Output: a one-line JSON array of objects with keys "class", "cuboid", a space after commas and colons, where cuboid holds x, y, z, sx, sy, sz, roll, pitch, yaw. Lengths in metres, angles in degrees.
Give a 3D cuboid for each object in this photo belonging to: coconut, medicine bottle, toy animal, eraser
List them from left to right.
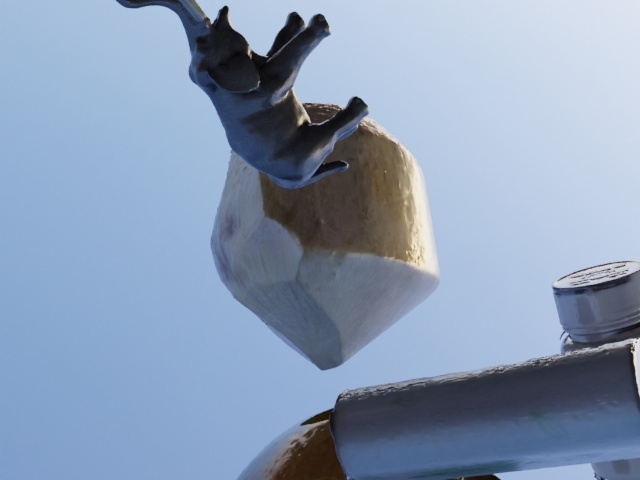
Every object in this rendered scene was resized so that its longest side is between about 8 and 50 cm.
[{"class": "toy animal", "cuboid": [-0.055, -0.160, 0.997, 0.137, 0.269, 0.082, -42, -154, -7]}, {"class": "coconut", "cuboid": [0.000, 0.000, 1.680, 0.344, 0.415, 0.415, -12, -158, 28]}, {"class": "eraser", "cuboid": [0.145, 0.137, 0.822, 0.227, 0.081, 0.174, -12, 163, 24]}, {"class": "medicine bottle", "cuboid": [0.384, 0.164, 1.359, 0.143, 0.258, 0.143, -17, -174, 2]}]

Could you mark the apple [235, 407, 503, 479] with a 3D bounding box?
[{"class": "apple", "cuboid": [0.064, 0.370, 1.176, 0.374, 0.374, 0.384, -7, -145, -29]}]
